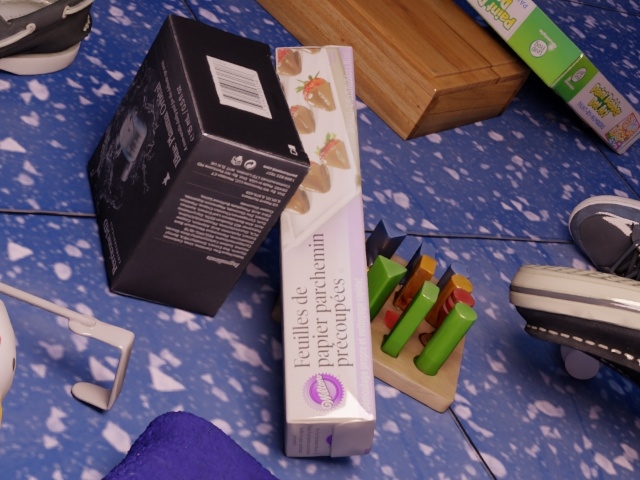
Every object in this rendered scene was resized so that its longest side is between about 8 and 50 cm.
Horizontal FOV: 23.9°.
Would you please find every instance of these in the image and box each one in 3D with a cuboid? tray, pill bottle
[{"bbox_3d":[0.023,-0.281,1.652,0.411,0.076,0.202,44,33,20],"label":"tray"},{"bbox_3d":[0.238,0.090,1.355,0.043,0.043,0.083,31,31,-2],"label":"pill bottle"}]

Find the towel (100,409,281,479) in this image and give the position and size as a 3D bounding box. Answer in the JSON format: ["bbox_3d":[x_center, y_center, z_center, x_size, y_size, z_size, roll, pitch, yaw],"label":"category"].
[{"bbox_3d":[-0.074,0.245,0.837,0.227,0.076,0.308,41,31,0],"label":"towel"}]

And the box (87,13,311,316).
[{"bbox_3d":[-0.097,-0.057,1.145,0.093,0.158,0.156,15,35,-28],"label":"box"}]

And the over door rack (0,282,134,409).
[{"bbox_3d":[-0.276,0.043,0.895,0.324,0.108,0.239,31,32,-3],"label":"over door rack"}]

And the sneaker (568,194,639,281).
[{"bbox_3d":[0.327,0.053,1.446,0.226,0.086,0.163,36,28,2],"label":"sneaker"}]

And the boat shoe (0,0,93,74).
[{"bbox_3d":[-0.293,-0.182,1.208,0.114,0.091,0.302,40,32,12],"label":"boat shoe"}]

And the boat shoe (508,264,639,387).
[{"bbox_3d":[0.367,0.162,1.234,0.500,0.156,0.187,27,-1,-11],"label":"boat shoe"}]

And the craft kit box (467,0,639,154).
[{"bbox_3d":[0.243,-0.229,1.712,0.250,0.061,0.246,52,15,29],"label":"craft kit box"}]

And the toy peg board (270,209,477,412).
[{"bbox_3d":[0.061,0.033,1.241,0.161,0.079,0.161,30,31,-6],"label":"toy peg board"}]

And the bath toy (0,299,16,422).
[{"bbox_3d":[-0.275,0.116,0.683,0.348,0.129,0.151,-34,108,-34],"label":"bath toy"}]

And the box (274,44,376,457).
[{"bbox_3d":[0.000,0.000,1.128,0.063,0.067,0.324,-1,58,-2],"label":"box"}]
